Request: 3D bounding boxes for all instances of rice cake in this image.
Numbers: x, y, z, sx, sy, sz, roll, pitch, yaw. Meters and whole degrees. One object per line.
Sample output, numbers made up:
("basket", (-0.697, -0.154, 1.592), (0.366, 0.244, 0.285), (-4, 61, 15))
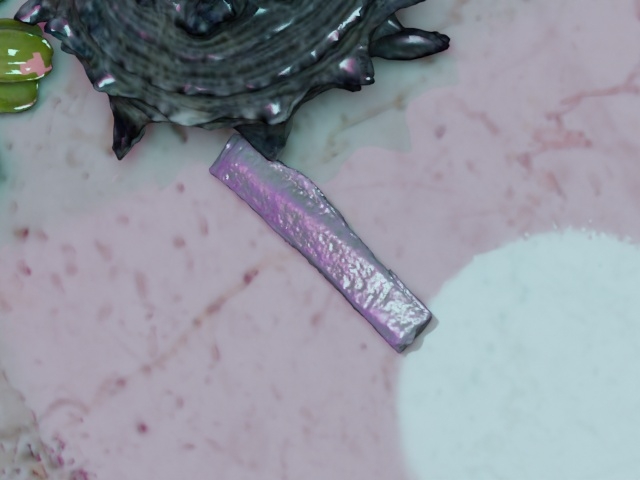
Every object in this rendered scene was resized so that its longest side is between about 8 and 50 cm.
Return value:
("rice cake", (0.000, 0.000, 1.375), (0.047, 0.036, 0.206), (-43, 78, -9))

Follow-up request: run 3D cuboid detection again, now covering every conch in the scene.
("conch", (-0.064, -0.183, 1.353), (0.313, 0.186, 0.240), (8, 57, 18))

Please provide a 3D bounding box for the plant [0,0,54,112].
("plant", (-0.385, -0.138, 1.383), (0.261, 0.297, 0.305), (4, 99, 40))
